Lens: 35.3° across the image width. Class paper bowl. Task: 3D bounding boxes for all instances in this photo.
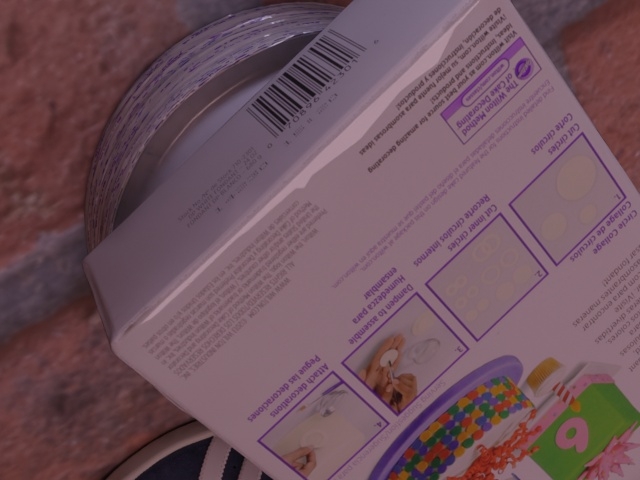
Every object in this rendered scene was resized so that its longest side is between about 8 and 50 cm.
[{"bbox_3d":[0.000,0.000,0.652,0.284,0.148,0.284,-9,116,-20],"label":"paper bowl"}]

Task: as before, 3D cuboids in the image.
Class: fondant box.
[{"bbox_3d":[0.071,0.047,0.561,0.238,0.096,0.330,-43,121,1],"label":"fondant box"}]

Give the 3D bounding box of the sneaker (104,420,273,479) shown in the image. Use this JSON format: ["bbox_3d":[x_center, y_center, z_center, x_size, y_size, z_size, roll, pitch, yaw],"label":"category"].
[{"bbox_3d":[-0.021,0.197,0.729,0.350,0.148,0.131,-28,120,-8],"label":"sneaker"}]
